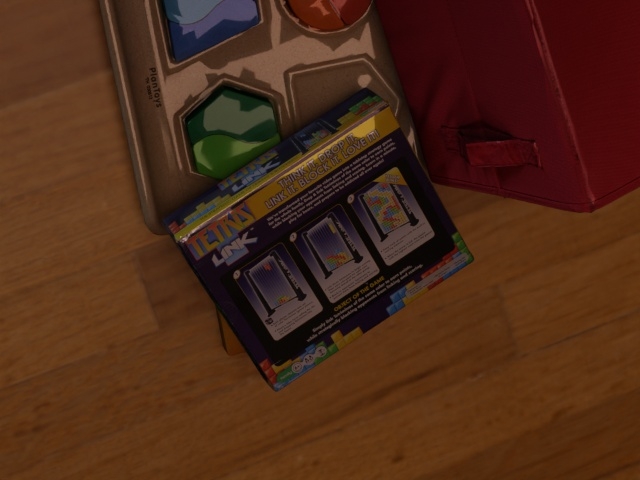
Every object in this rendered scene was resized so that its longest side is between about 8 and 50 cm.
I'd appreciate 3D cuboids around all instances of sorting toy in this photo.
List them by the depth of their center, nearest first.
[{"bbox_3d":[-0.019,-0.078,1.084,0.229,0.041,0.307,-14,107,-11],"label":"sorting toy"}]

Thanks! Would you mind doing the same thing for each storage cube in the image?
[{"bbox_3d":[0.163,-0.151,1.020,0.215,0.183,0.193,-27,110,-22],"label":"storage cube"}]

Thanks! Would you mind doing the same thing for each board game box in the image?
[{"bbox_3d":[0.000,0.000,1.077,0.170,0.048,0.141,-33,115,-5],"label":"board game box"}]
